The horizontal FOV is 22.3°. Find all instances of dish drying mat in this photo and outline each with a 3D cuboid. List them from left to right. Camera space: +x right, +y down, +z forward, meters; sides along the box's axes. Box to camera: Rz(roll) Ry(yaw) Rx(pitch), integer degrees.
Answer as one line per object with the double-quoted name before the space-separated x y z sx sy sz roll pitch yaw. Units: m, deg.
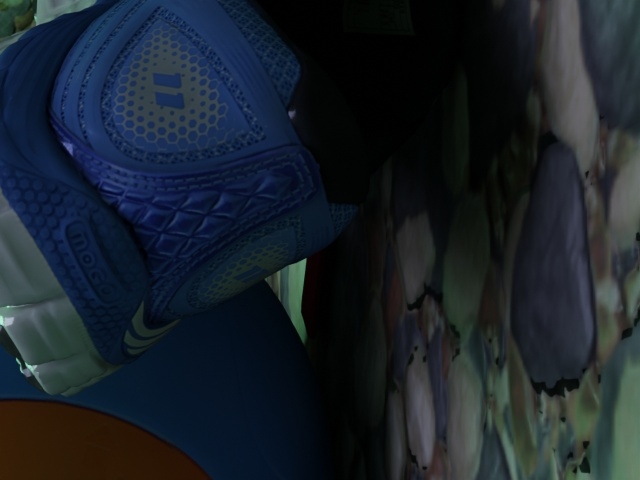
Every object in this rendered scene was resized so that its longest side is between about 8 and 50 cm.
"dish drying mat" 0.000 0.000 0.721 0.032 0.008 0.083 -110 24 -66

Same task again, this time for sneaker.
"sneaker" -0.019 -0.070 0.561 0.330 0.147 0.129 -85 -27 -60

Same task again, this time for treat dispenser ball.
"treat dispenser ball" -0.137 0.104 0.666 0.288 0.288 0.288 -177 90 -79
